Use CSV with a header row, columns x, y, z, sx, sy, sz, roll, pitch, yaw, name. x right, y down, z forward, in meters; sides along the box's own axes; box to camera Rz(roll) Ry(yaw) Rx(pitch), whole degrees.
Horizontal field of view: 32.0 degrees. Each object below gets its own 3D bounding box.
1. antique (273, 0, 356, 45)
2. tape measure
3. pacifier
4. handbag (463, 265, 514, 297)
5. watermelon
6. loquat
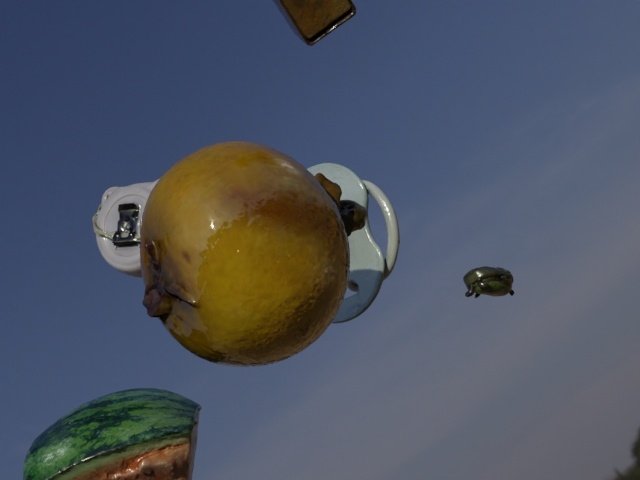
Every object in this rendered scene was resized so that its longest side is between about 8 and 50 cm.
x,y,z,sx,sy,sz,roll,pitch,yaw,name
-0.068,-0.441,1.636,0.093,0.087,0.310,-35,-60,0,antique
-0.323,-0.023,2.032,0.196,0.178,0.105,-12,-14,23,tape measure
0.000,0.000,1.923,0.238,0.287,0.226,-20,-12,37,pacifier
0.296,0.072,1.919,0.111,0.047,0.072,7,-35,-42,handbag
-0.315,0.362,1.859,0.283,0.250,0.292,-15,-48,5,watermelon
-0.089,0.011,1.596,0.359,0.328,0.328,-21,-28,-27,loquat
